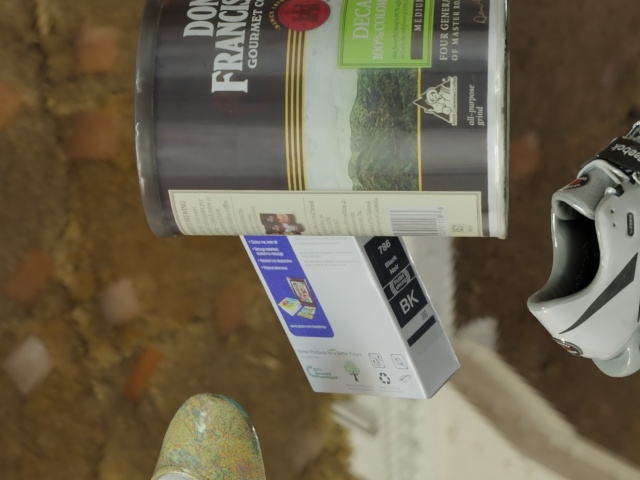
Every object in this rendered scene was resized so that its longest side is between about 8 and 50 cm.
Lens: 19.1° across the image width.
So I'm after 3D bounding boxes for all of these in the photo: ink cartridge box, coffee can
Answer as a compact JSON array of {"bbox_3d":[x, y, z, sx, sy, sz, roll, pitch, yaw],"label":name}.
[{"bbox_3d":[0.000,0.000,1.821,0.065,0.165,0.332,-42,-62,-35],"label":"ink cartridge box"},{"bbox_3d":[0.009,-0.101,1.488,0.201,0.275,0.201,0,-90,-84],"label":"coffee can"}]

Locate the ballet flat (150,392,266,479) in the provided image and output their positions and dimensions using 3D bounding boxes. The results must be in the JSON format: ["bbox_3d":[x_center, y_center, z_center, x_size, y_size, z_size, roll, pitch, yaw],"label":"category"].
[{"bbox_3d":[-0.127,0.311,1.829,0.123,0.123,0.348,-19,-48,-38],"label":"ballet flat"}]

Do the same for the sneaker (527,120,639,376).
[{"bbox_3d":[0.303,-0.046,1.833,0.146,0.122,0.330,29,-102,-29],"label":"sneaker"}]
